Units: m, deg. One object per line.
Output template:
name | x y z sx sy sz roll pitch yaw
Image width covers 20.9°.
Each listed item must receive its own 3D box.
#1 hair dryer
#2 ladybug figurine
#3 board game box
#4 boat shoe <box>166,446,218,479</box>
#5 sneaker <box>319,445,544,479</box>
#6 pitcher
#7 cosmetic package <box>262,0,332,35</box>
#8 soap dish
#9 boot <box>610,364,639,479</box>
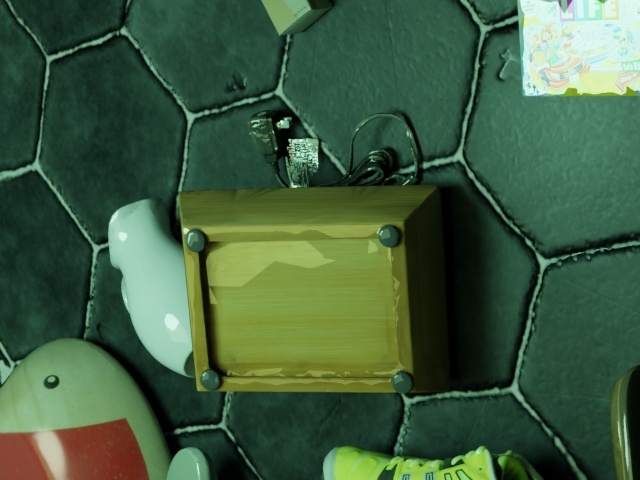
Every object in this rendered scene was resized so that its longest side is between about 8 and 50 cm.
hair dryer | 0.000 0.000 1.933 0.223 0.080 0.294 9 107 37
ladybug figurine | -0.318 0.354 2.229 0.305 0.162 0.449 -10 94 41
board game box | 0.266 -0.193 1.698 0.154 0.026 0.103 3 102 40
boat shoe | -0.139 0.349 2.133 0.079 0.081 0.227 29 125 47
sneaker | 0.157 0.280 1.833 0.384 0.145 0.147 20 96 43
pitcher | -0.181 0.078 2.091 0.207 0.125 0.178 53 149 31
cosmetic package | -0.041 -0.292 1.924 0.060 0.041 0.115 -37 76 39
soap dish | -0.012 0.060 1.862 0.290 0.118 0.229 -1 103 13
boot | 0.314 0.271 1.722 0.115 0.112 0.305 -1 102 51
